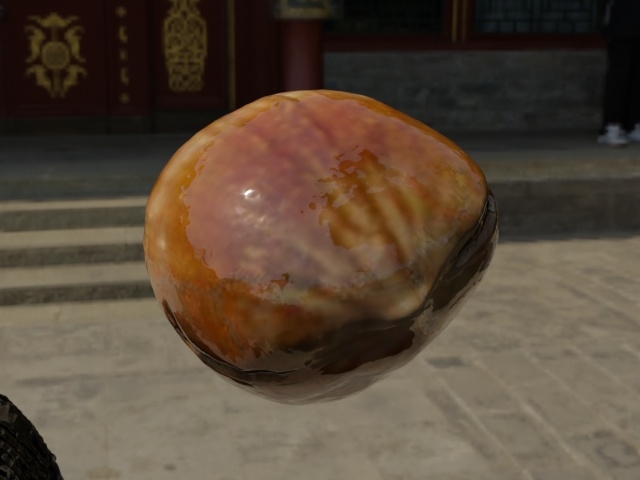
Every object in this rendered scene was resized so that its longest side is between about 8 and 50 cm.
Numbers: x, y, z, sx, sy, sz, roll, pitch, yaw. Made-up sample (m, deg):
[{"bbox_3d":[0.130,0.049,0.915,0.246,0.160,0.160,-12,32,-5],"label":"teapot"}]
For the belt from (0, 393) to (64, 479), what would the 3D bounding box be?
[{"bbox_3d":[-0.265,0.269,0.742,0.164,0.289,0.184,-22,4,7],"label":"belt"}]

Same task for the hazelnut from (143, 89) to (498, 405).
[{"bbox_3d":[0.000,0.000,0.436,0.150,0.150,0.150,0,12,0],"label":"hazelnut"}]
